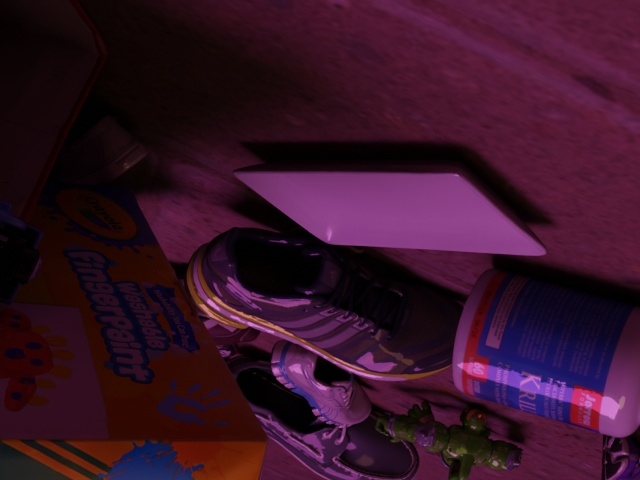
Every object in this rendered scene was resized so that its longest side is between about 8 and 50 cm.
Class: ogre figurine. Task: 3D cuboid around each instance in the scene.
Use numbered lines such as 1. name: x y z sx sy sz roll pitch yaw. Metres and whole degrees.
1. ogre figurine: 0.181 0.264 1.966 0.197 0.097 0.118 37 171 -10

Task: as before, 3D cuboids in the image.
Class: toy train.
1. toy train: -0.299 -0.013 1.143 0.184 0.080 0.105 24 173 -14

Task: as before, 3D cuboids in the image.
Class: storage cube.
1. storage cube: -0.317 -0.145 1.207 0.193 0.183 0.215 16 162 22

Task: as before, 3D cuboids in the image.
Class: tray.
1. tray: 0.060 -0.036 1.339 0.270 0.030 0.145 3 154 45

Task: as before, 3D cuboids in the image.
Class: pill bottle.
1. pill bottle: 0.243 0.109 1.396 0.221 0.124 0.124 15 161 21

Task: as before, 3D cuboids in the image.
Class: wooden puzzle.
1. wooden puzzle: 0.000 0.000 1.541 0.078 0.014 0.116 26 162 -27

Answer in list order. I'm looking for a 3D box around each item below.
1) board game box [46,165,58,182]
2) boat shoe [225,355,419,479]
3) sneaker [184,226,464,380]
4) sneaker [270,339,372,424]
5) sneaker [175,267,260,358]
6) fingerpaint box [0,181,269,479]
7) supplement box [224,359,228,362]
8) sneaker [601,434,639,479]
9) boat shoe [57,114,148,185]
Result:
1. board game box: -0.312 -0.062 1.527 0.317 0.046 0.213 36 -176 -37
2. boat shoe: 0.000 0.257 2.121 0.319 0.116 0.099 29 165 -5
3. sneaker: 0.015 0.061 1.519 0.300 0.111 0.121 14 161 -8
4. sneaker: 0.019 0.191 1.986 0.083 0.071 0.191 -2 151 40
5. sneaker: -0.194 0.102 1.916 0.281 0.106 0.162 5 159 40
6. fingerpaint box: -0.289 0.105 1.218 0.371 0.163 0.445 3 -155 -24
7. supplement box: -0.178 0.269 2.236 0.081 0.188 0.104 34 159 -35
8. sneaker: 0.372 0.260 1.816 0.071 0.068 0.170 1 166 12
9. boat shoe: -0.225 -0.088 1.475 0.063 0.066 0.184 56 164 -13
